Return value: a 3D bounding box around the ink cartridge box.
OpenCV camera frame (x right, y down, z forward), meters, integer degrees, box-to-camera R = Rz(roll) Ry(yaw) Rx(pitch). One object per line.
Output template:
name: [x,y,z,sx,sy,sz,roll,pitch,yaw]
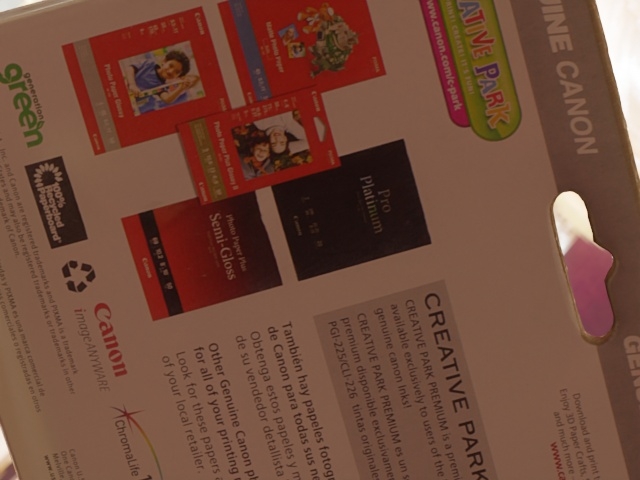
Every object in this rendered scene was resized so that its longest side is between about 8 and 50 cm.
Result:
ink cartridge box: [0.001,0.026,0.620,0.130,0.272,0.309,-90,165,-78]
